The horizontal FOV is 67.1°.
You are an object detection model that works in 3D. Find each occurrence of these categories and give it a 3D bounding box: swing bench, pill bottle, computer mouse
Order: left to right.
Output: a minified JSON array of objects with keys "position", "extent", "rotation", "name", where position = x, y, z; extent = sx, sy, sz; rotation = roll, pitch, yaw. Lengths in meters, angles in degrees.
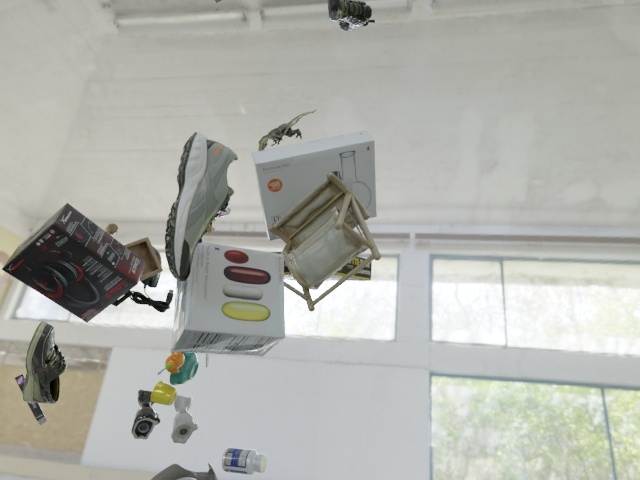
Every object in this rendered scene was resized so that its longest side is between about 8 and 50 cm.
[{"position":[-0.589,0.130,1.748],"extent":[0.060,0.262,0.184],"rotation":[-25,-41,22],"name":"computer mouse"},{"position":[-0.220,0.642,1.402],"extent":[0.120,0.067,0.067],"rotation":[-2,-25,17],"name":"pill bottle"},{"position":[0.000,0.000,1.283],"extent":[0.253,0.255,0.165],"rotation":[-40,-60,23],"name":"swing bench"}]

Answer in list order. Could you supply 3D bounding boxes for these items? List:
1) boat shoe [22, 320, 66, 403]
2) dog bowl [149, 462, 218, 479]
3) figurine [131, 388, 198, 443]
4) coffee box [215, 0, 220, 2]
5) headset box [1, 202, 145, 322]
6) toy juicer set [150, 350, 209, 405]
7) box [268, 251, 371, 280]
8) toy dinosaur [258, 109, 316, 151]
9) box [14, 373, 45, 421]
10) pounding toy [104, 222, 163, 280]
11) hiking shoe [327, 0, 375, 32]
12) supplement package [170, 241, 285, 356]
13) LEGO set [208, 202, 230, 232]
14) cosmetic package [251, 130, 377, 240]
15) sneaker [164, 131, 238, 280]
[{"position":[-0.582,0.266,1.032],"extent":[0.073,0.080,0.224],"rotation":[16,-62,-14],"name":"boat shoe"},{"position":[-0.390,0.754,1.256],"extent":[0.348,0.349,0.102],"rotation":[-14,-61,37],"name":"dog bowl"},{"position":[-0.547,0.605,1.706],"extent":[0.215,0.092,0.209],"rotation":[17,12,-22],"name":"figurine"},{"position":[-0.284,-0.810,1.248],"extent":[0.168,0.119,0.297],"rotation":[-28,-44,3],"name":"coffee box"},{"position":[-0.648,0.076,1.314],"extent":[0.218,0.110,0.293],"rotation":[-34,-58,16],"name":"headset box"},{"position":[-0.456,0.390,1.624],"extent":[0.089,0.209,0.329],"rotation":[17,13,9],"name":"toy juicer set"},{"position":[-0.035,0.086,1.563],"extent":[0.322,0.079,0.257],"rotation":[-3,-12,34],"name":"box"},{"position":[-0.127,-0.403,1.788],"extent":[0.268,0.118,0.064],"rotation":[-29,-54,8],"name":"toy dinosaur"},{"position":[-0.958,0.529,1.598],"extent":[0.029,0.162,0.116],"rotation":[-26,-12,-34],"name":"box"},{"position":[-0.654,0.048,1.584],"extent":[0.181,0.206,0.094],"rotation":[-26,3,-41],"name":"pounding toy"},{"position":[0.094,-0.697,1.450],"extent":[0.114,0.086,0.227],"rotation":[-2,8,20],"name":"hiking shoe"},{"position":[-0.194,0.128,1.020],"extent":[0.203,0.194,0.149],"rotation":[9,-31,-24],"name":"supplement package"},{"position":[-0.468,-0.119,1.977],"extent":[0.107,0.132,0.287],"rotation":[-13,-9,-31],"name":"LEGO set"},{"position":[-0.011,-0.175,1.557],"extent":[0.377,0.097,0.284],"rotation":[-13,-56,-9],"name":"cosmetic package"},{"position":[-0.218,-0.057,0.883],"extent":[0.108,0.272,0.100],"rotation":[15,-7,-25],"name":"sneaker"}]
